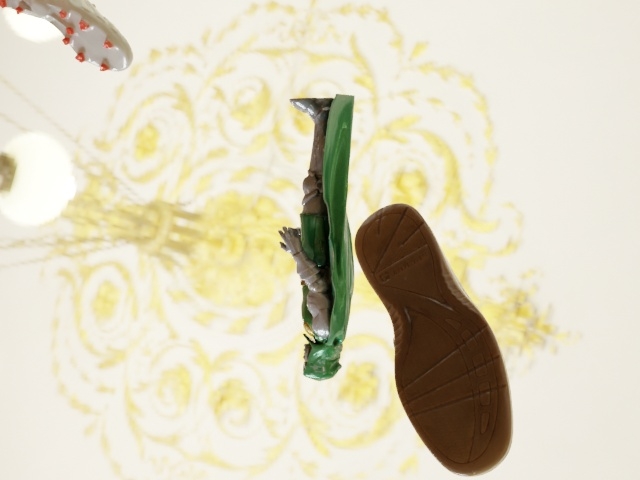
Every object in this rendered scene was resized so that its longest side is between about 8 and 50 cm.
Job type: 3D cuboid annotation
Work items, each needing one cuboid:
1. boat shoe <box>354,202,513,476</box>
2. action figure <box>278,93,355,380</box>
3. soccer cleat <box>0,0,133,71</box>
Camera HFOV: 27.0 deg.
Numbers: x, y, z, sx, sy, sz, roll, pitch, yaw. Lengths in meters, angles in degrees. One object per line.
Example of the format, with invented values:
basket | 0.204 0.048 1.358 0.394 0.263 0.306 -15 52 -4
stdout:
boat shoe | 0.139 0.118 1.505 0.123 0.123 0.342 -29 -124 9
action figure | 0.000 0.000 1.091 0.063 0.137 0.232 -1 -88 3
soccer cleat | -0.287 -0.265 1.543 0.196 0.076 0.068 33 -44 13
